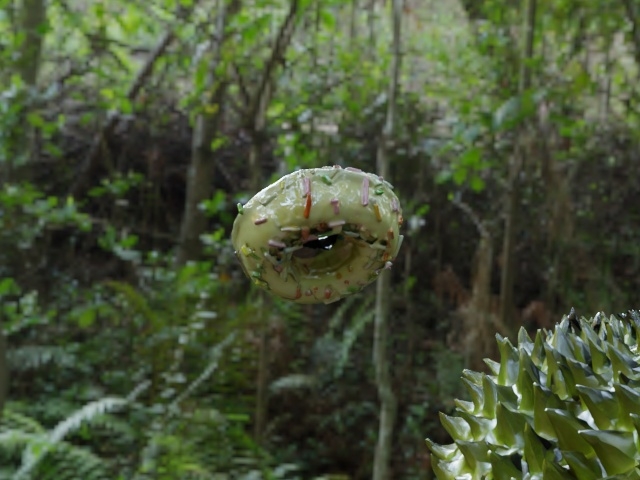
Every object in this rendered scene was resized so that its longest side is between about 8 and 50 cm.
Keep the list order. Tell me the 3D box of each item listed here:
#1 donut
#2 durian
[{"bbox_3d":[0.000,0.000,1.207,0.175,0.068,0.174,-7,-36,-5],"label":"donut"},{"bbox_3d":[0.163,0.144,0.622,0.169,0.158,0.352,43,10,-28],"label":"durian"}]
